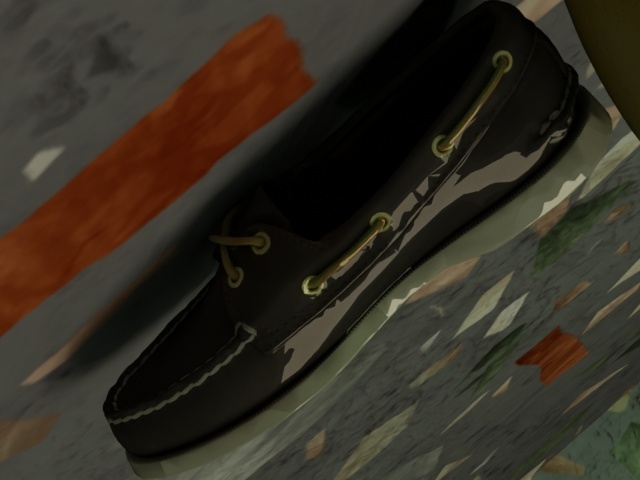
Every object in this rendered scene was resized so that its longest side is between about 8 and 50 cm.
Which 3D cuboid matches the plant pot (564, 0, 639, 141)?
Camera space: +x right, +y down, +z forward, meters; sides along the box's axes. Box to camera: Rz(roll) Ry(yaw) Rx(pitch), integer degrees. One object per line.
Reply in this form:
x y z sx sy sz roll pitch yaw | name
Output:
0.135 -0.111 0.699 0.134 0.095 0.134 -38 166 -11 | plant pot

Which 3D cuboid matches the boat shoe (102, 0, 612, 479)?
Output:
0.000 0.000 0.743 0.228 0.068 0.081 -39 -154 6 | boat shoe
